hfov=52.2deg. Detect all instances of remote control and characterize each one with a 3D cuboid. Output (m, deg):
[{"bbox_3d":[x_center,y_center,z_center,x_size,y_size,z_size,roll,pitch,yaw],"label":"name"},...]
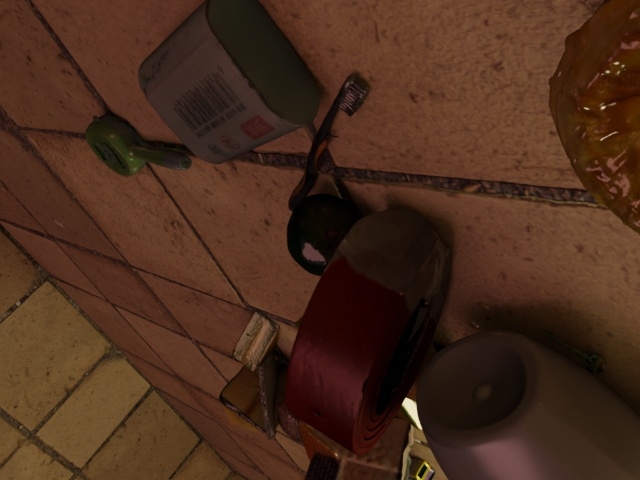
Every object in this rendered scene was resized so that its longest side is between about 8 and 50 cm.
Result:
[{"bbox_3d":[-0.119,0.348,1.529,0.044,0.229,0.073,0,144,-15],"label":"remote control"}]

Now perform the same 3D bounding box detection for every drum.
[{"bbox_3d":[-0.321,-0.168,1.119,0.253,0.049,0.130,3,136,50],"label":"drum"}]

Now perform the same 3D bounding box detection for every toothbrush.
[{"bbox_3d":[-0.003,-0.109,0.833,0.031,0.023,0.321,42,153,2],"label":"toothbrush"}]

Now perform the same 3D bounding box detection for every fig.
[{"bbox_3d":[0.000,0.000,0.922,0.117,0.117,0.177,42,164,-5],"label":"fig"}]

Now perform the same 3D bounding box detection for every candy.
[{"bbox_3d":[0.315,0.138,0.815,0.083,0.023,0.025,30,168,33],"label":"candy"}]

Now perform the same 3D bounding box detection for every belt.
[{"bbox_3d":[0.067,0.119,0.842,0.115,0.227,0.323,25,116,23],"label":"belt"}]

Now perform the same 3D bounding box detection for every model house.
[{"bbox_3d":[0.061,0.499,1.382,0.238,0.236,0.202,9,145,14],"label":"model house"}]

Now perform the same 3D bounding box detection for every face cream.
[{"bbox_3d":[0.296,0.287,0.822,0.357,0.219,0.312,46,169,-19],"label":"face cream"}]

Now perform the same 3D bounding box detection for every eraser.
[{"bbox_3d":[-0.120,-0.188,0.797,0.174,0.081,0.227,53,152,-17],"label":"eraser"}]

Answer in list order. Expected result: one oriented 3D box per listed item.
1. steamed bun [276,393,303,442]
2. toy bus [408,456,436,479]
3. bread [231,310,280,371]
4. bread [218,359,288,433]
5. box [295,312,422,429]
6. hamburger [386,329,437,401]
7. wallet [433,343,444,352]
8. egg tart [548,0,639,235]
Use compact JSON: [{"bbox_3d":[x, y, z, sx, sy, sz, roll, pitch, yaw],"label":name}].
[{"bbox_3d":[-0.025,0.390,1.502,0.106,0.144,0.175,22,153,28],"label":"steamed bun"},{"bbox_3d":[0.212,0.540,1.533,0.058,0.052,0.102,51,150,-20],"label":"toy bus"},{"bbox_3d":[-0.146,0.228,1.472,0.074,0.084,0.139,36,153,9],"label":"bread"},{"bbox_3d":[-0.138,0.418,1.678,0.163,0.167,0.264,31,156,16],"label":"bread"},{"bbox_3d":[0.071,0.235,1.202,0.279,0.041,0.153,21,149,53],"label":"box"},{"bbox_3d":[0.121,0.155,0.989,0.176,0.087,0.102,50,135,23],"label":"hamburger"},{"bbox_3d":[0.203,0.249,1.106,0.149,0.044,0.250,10,141,39],"label":"wallet"},{"bbox_3d":[0.273,-0.084,0.427,0.241,0.106,0.241,32,151,20],"label":"egg tart"}]
